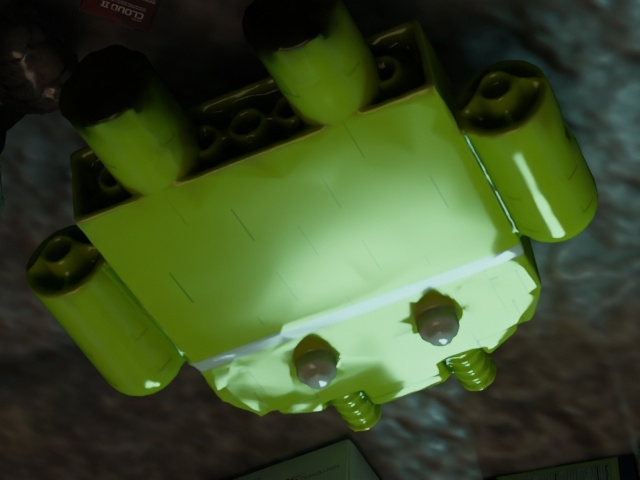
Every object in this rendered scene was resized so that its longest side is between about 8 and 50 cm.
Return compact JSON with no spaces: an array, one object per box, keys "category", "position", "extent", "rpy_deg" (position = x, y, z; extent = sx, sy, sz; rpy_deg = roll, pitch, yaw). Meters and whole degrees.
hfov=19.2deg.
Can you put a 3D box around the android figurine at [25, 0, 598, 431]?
[{"category":"android figurine","position":[0.000,0.000,0.852],"extent":[0.248,0.056,0.273],"rpy_deg":[-19,138,10]}]

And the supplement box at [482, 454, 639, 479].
[{"category":"supplement box","position":[0.137,0.168,1.011],"extent":[0.083,0.056,0.083],"rpy_deg":[-11,127,12]}]

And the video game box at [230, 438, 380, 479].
[{"category":"video game box","position":[-0.019,0.217,1.065],"extent":[0.187,0.048,0.205],"rpy_deg":[-20,125,20]}]

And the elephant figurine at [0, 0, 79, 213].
[{"category":"elephant figurine","position":[-0.196,-0.029,0.753],"extent":[0.169,0.239,0.186],"rpy_deg":[-11,127,11]}]

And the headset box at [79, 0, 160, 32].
[{"category":"headset box","position":[-0.072,-0.132,0.778],"extent":[0.032,0.062,0.083],"rpy_deg":[20,128,-12]}]

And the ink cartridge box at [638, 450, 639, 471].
[{"category":"ink cartridge box","position":[0.346,0.152,0.985],"extent":[0.333,0.065,0.165],"rpy_deg":[-13,126,12]}]
